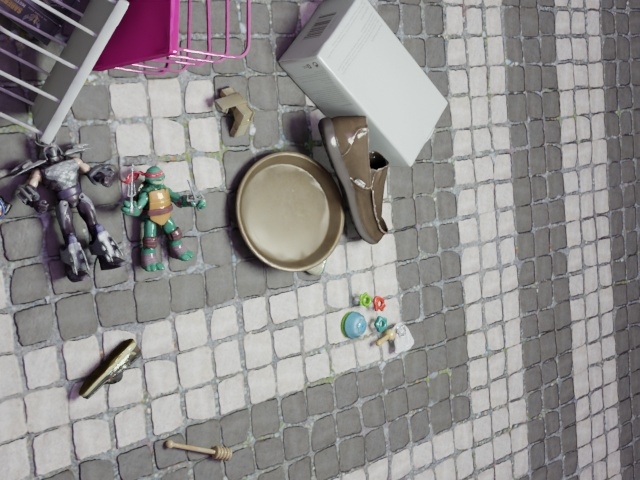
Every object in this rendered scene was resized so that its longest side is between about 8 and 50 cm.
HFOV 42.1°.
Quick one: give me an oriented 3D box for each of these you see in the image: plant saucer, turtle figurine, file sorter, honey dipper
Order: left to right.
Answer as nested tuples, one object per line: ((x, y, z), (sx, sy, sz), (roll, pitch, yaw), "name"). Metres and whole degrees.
((-0.486, -0.348, 1.425), (0.173, 0.193, 0.278), (27, 102, -33), "file sorter")
((-0.323, -0.062, 1.682), (0.175, 0.118, 0.234), (-13, 116, -23), "turtle figurine")
((-0.286, -0.429, 1.581), (0.182, 0.290, 0.202), (-1, 93, -42), "file sorter")
((-0.268, 0.456, 1.815), (0.160, 0.030, 0.030), (20, 80, -33), "honey dipper")
((-0.072, -0.065, 1.901), (0.278, 0.041, 0.278), (3, 83, -29), "plant saucer")

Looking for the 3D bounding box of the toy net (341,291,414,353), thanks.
((0.156, 0.215, 2.131), (0.232, 0.045, 0.122), (26, 74, -38), "toy net")

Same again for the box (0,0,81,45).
((-0.533, -0.492, 1.483), (0.231, 0.056, 0.183), (35, 95, -34), "box")

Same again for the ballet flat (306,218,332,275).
((0.000, 0.000, 1.985), (0.052, 0.057, 0.168), (18, 81, -27), "ballet flat")

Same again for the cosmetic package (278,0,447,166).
((0.112, -0.373, 1.991), (0.385, 0.156, 0.217), (47, 65, -32), "cosmetic package")

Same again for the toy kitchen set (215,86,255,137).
((-0.203, -0.277, 1.820), (0.068, 0.075, 0.083), (-25, 68, -38), "toy kitchen set")

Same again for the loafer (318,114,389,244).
((0.108, -0.140, 1.953), (0.130, 0.134, 0.366), (-20, 130, 4), "loafer")

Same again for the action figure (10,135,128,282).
((-0.469, -0.071, 1.577), (0.185, 0.099, 0.285), (-24, 104, -26), "action figure")

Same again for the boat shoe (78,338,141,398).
((-0.416, 0.264, 1.663), (0.152, 0.056, 0.049), (-48, 114, -27), "boat shoe")

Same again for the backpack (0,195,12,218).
((-0.678, -0.092, 1.347), (0.276, 0.213, 0.263), (-38, 104, -28), "backpack")
